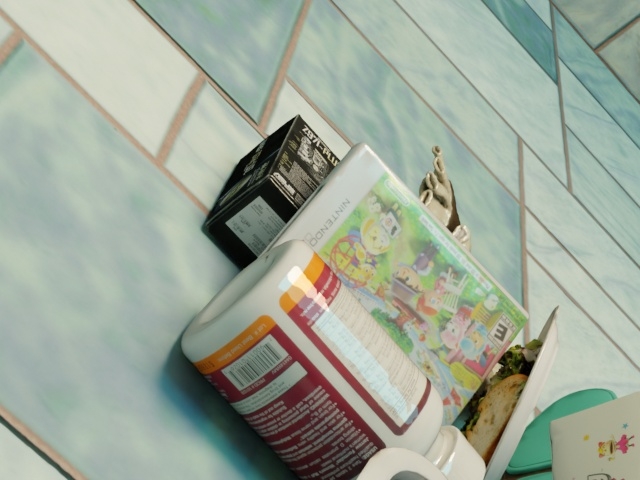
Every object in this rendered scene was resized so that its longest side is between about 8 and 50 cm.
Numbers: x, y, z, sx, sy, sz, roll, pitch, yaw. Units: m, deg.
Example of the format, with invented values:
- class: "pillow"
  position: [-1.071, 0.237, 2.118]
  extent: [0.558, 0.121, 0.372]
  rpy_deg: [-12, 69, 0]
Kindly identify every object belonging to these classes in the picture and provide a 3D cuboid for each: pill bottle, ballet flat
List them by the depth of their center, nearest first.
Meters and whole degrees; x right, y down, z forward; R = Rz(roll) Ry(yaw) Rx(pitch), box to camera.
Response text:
- class: "pill bottle"
  position: [0.012, 0.116, 1.005]
  extent: [0.221, 0.121, 0.121]
  rpy_deg: [49, 24, -10]
- class: "ballet flat"
  position: [0.220, 0.245, 1.237]
  extent: [0.342, 0.116, 0.124]
  rpy_deg: [-35, 108, -66]

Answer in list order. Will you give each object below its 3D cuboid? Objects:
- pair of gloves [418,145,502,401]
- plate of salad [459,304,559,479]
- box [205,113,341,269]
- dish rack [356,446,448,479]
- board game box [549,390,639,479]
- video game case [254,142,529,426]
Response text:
- class: "pair of gloves"
  position: [0.138, 0.047, 1.326]
  extent: [0.240, 0.042, 0.204]
  rpy_deg: [-95, 167, -50]
- class: "plate of salad"
  position: [0.150, 0.141, 1.160]
  extent: [0.048, 0.200, 0.200]
  rpy_deg: [24, 23, 8]
- class: "box"
  position: [0.000, 0.000, 1.197]
  extent: [0.180, 0.077, 0.147]
  rpy_deg: [47, 24, -14]
- class: "dish rack"
  position: [0.081, 0.324, 0.859]
  extent: [0.333, 0.072, 0.285]
  rpy_deg: [50, 34, -5]
- class: "board game box"
  position: [0.301, 0.301, 1.122]
  extent: [0.303, 0.097, 0.224]
  rpy_deg: [44, 36, -34]
- class: "video game case"
  position: [0.047, 0.061, 1.112]
  extent: [0.212, 0.023, 0.193]
  rpy_deg: [46, 68, -14]
